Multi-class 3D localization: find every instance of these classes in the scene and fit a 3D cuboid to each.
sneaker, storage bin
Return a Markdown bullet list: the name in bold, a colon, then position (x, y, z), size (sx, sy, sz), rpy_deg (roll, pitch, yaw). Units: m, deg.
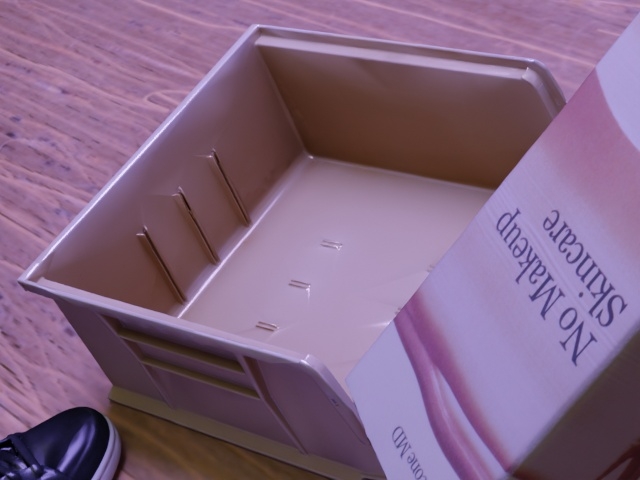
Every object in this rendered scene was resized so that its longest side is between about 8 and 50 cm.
- **sneaker**: position (-0.225, 0.154, 0.895), size (0.217, 0.121, 0.079), rpy_deg (-41, 42, -19)
- **storage bin**: position (0.000, 0.000, 0.949), size (0.260, 0.123, 0.262), rpy_deg (13, 51, 38)

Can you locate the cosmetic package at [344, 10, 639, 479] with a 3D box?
- **cosmetic package**: position (0.160, 0.024, 0.720), size (0.296, 0.129, 0.153), rpy_deg (-54, 33, 18)
